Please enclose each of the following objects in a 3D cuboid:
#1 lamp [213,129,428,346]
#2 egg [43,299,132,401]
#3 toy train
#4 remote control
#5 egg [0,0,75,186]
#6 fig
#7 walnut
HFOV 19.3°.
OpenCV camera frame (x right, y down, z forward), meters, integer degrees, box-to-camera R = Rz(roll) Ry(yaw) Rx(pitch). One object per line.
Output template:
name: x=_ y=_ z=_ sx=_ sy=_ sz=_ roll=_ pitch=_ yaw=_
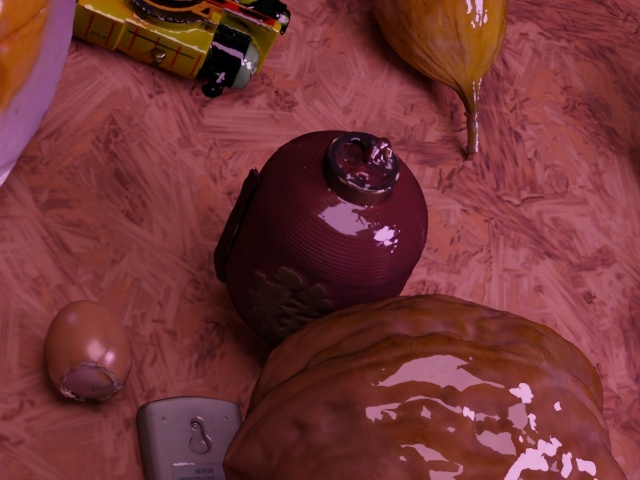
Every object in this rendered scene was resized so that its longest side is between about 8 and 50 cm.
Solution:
lamp: x=0.000 y=0.000 z=1.745 sx=0.180 sy=0.258 sz=0.180 roll=10 pitch=48 yaw=-11
egg: x=-0.210 y=0.098 z=1.706 sx=0.080 sy=0.080 sz=0.096 roll=10 pitch=47 yaw=-15
toy train: x=-0.180 y=-0.247 z=1.945 sx=0.296 sy=0.100 sz=0.160 roll=20 pitch=59 yaw=-9
remote control: x=-0.101 y=0.246 z=1.674 sx=0.098 sy=0.038 sz=0.233 roll=1 pitch=56 yaw=-22
egg: x=-0.439 y=-0.203 z=1.665 sx=0.340 sy=0.354 sz=0.354 roll=25 pitch=50 yaw=17
fig: x=0.143 y=-0.213 z=2.042 sx=0.159 sy=0.159 sz=0.257 roll=-6 pitch=80 yaw=-25
walnut: x=0.084 y=0.195 z=1.615 sx=0.344 sy=0.306 sz=0.306 roll=0 pitch=57 yaw=-16
